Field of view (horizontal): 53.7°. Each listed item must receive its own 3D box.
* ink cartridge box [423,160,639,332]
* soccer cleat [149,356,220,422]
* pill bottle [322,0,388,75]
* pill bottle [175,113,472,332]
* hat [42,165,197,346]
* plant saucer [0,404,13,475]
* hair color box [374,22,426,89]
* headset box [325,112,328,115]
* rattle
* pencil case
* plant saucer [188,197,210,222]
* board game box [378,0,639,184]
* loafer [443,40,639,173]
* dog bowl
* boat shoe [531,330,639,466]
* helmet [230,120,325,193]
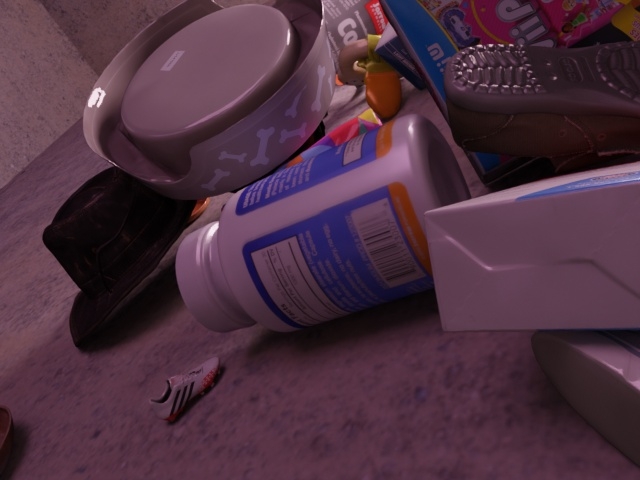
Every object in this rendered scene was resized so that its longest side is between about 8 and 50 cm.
[{"bbox_3d":[0.187,-0.008,0.421,0.134,0.078,0.231,-8,5,42],"label":"ink cartridge box"},{"bbox_3d":[-0.137,0.147,0.647,0.083,0.036,0.029,-44,28,-18],"label":"soccer cleat"},{"bbox_3d":[0.049,-0.440,1.263,0.283,0.161,0.161,-38,27,-6],"label":"pill bottle"},{"bbox_3d":[0.000,0.000,0.604,0.272,0.152,0.152,-21,30,26],"label":"pill bottle"},{"bbox_3d":[-0.316,-0.012,0.918,0.331,0.134,0.331,-40,28,26],"label":"hat"},{"bbox_3d":[-0.445,0.291,0.762,0.198,0.036,0.199,-27,27,15],"label":"plant saucer"},{"bbox_3d":[0.239,-0.350,0.847,0.347,0.105,0.174,-16,45,57],"label":"hair color box"},{"bbox_3d":[-0.031,-0.230,1.150,0.083,0.032,0.062,-27,27,11],"label":"headset box"},{"bbox_3d":[0.079,-0.247,1.057,0.130,0.143,0.199,-12,-3,-31],"label":"rattle"},{"bbox_3d":[-0.003,-0.062,0.775,0.236,0.104,0.104,-31,27,2],"label":"pencil case"},{"bbox_3d":[-0.226,-0.051,1.101,0.083,0.013,0.083,-28,27,16],"label":"plant saucer"},{"bbox_3d":[0.238,-0.226,0.610,0.303,0.224,0.097,-30,-7,12],"label":"board game box"},{"bbox_3d":[0.224,-0.108,0.531,0.251,0.087,0.094,6,53,2],"label":"loafer"},{"bbox_3d":[-0.137,-0.201,0.832,0.348,0.102,0.349,-15,48,17],"label":"dog bowl"},{"bbox_3d":[0.213,0.086,0.312,0.081,0.079,0.227,-36,32,-17],"label":"boat shoe"},{"bbox_3d":[-0.092,-0.146,0.943,0.161,0.169,0.169,16,54,40],"label":"helmet"}]
